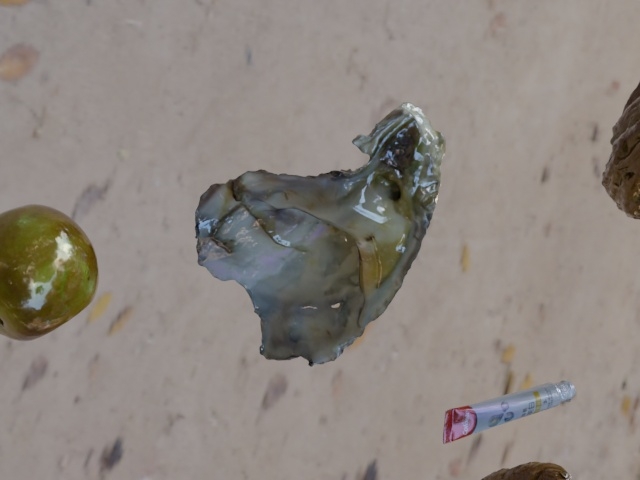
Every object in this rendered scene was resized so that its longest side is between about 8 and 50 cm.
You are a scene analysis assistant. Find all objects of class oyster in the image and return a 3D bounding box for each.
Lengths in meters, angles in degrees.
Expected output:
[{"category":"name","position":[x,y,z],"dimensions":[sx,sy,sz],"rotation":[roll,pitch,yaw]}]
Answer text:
[{"category":"oyster","position":[0.001,-0.006,1.261],"dimensions":[0.100,0.271,0.275],"rotation":[-80,160,-51]}]

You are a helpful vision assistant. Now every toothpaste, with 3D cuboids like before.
[{"category":"toothpaste","position":[0.230,0.204,1.570],"dimensions":[0.190,0.031,0.048],"rotation":[-12,120,-27]}]

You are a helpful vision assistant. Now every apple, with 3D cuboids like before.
[{"category":"apple","position":[-0.234,0.026,1.014],"dimensions":[0.102,0.114,0.099],"rotation":[-46,112,-40]}]

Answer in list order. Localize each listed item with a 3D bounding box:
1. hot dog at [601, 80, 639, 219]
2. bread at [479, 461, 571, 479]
[{"category":"hot dog","position":[0.510,-0.167,1.559],"dimensions":[0.174,0.388,0.267],"rotation":[52,31,-19]},{"category":"bread","position":[0.175,0.302,1.331],"dimensions":[0.233,0.105,0.076],"rotation":[-38,150,26]}]
